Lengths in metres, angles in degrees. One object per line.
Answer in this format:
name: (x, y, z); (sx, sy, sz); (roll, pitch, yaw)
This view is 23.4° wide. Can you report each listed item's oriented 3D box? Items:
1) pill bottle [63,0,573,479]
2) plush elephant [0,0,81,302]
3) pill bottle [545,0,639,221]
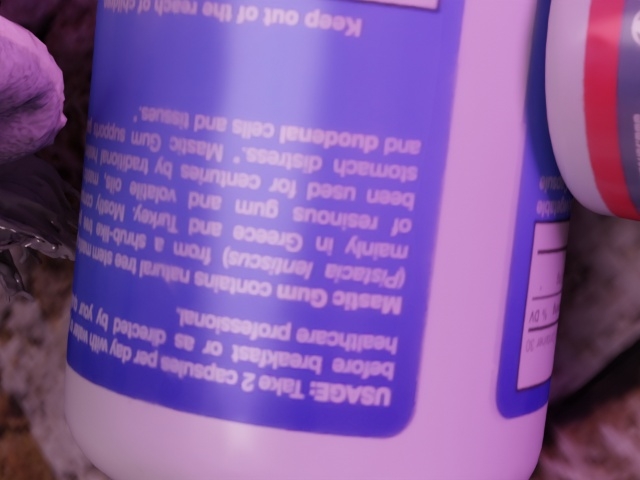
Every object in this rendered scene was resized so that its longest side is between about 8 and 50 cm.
pill bottle: (0.000, 0.000, 0.479); (0.152, 0.152, 0.272); (10, 97, 29)
plush elephant: (-0.206, -0.072, 0.460); (0.272, 0.255, 0.330); (-34, 104, 14)
pill bottle: (0.161, -0.049, 0.409); (0.180, 0.108, 0.108); (9, 97, 29)
